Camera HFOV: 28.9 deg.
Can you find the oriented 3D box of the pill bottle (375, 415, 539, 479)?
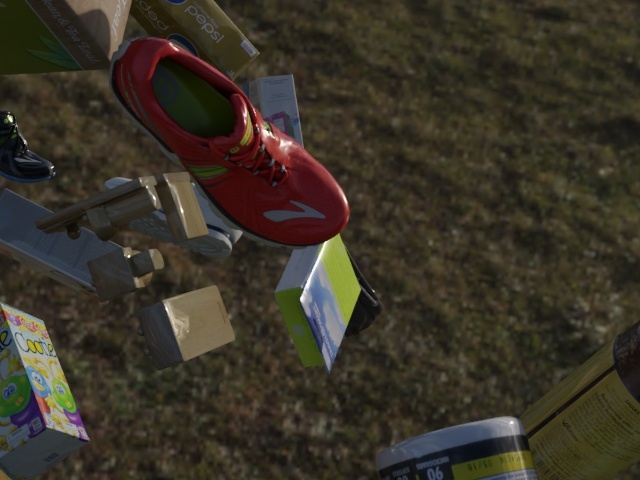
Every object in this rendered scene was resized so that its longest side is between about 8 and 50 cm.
[{"bbox_3d":[0.121,0.246,0.924,0.119,0.119,0.209,-6,72,-28],"label":"pill bottle"}]

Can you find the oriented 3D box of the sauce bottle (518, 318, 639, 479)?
[{"bbox_3d":[0.316,0.141,1.203,0.111,0.344,0.111,23,43,-23],"label":"sauce bottle"}]

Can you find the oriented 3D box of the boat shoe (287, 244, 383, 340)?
[{"bbox_3d":[0.000,0.000,1.900,0.095,0.335,0.112,-30,26,-13],"label":"boat shoe"}]

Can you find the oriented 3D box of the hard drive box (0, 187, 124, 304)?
[{"bbox_3d":[-0.460,0.014,2.174,0.232,0.089,0.181,27,-12,-1],"label":"hard drive box"}]

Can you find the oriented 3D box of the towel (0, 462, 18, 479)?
[{"bbox_3d":[-0.355,0.354,1.533,0.370,0.040,0.271,47,-14,-1],"label":"towel"}]

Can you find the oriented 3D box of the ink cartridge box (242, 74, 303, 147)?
[{"bbox_3d":[-0.062,-0.152,1.648,0.052,0.122,0.088,-8,3,-17],"label":"ink cartridge box"}]

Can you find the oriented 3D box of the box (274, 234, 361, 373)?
[{"bbox_3d":[-0.003,0.065,1.457,0.042,0.109,0.178,-11,27,21],"label":"box"}]

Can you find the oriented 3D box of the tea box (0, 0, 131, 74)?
[{"bbox_3d":[-0.351,-0.353,1.222,0.323,0.220,0.329,-1,64,17],"label":"tea box"}]

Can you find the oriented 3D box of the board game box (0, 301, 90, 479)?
[{"bbox_3d":[-0.559,0.276,2.276,0.275,0.144,0.142,61,11,29],"label":"board game box"}]

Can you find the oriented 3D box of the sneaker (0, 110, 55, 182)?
[{"bbox_3d":[-0.483,-0.155,1.887,0.188,0.078,0.067,38,27,4],"label":"sneaker"}]

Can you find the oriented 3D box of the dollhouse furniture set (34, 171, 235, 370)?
[{"bbox_3d":[-0.164,0.037,1.031,0.123,0.151,0.144,-21,-2,17],"label":"dollhouse furniture set"}]

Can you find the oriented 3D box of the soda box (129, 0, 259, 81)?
[{"bbox_3d":[-0.155,-0.247,1.363,0.058,0.181,0.061,-50,15,-32],"label":"soda box"}]

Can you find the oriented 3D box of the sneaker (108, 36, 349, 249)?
[{"bbox_3d":[-0.082,-0.085,1.160,0.279,0.107,0.118,38,-10,-17],"label":"sneaker"}]

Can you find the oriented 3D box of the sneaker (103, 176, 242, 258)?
[{"bbox_3d":[-0.229,-0.053,1.963,0.235,0.090,0.095,23,63,7],"label":"sneaker"}]
